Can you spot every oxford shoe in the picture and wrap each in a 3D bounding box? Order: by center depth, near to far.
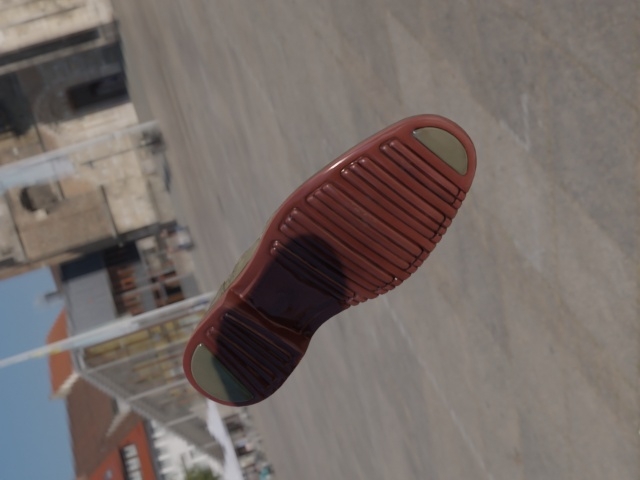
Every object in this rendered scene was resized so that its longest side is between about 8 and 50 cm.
[{"bbox_3d":[0.000,0.000,0.930,0.123,0.348,0.130,41,-153,-14],"label":"oxford shoe"}]

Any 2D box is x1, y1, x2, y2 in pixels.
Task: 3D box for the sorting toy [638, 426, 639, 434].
[{"bbox_3d":[0.519,0.283,1.191,0.257,0.255,0.089,25,103,36],"label":"sorting toy"}]
